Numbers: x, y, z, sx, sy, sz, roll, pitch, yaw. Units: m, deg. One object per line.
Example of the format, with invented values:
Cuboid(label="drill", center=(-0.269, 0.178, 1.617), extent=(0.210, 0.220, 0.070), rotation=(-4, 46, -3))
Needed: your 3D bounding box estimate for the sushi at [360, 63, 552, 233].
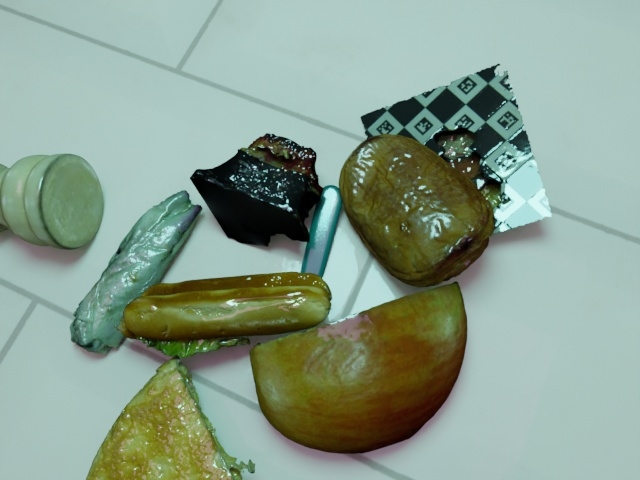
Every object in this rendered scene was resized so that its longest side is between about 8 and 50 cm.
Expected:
Cuboid(label="sushi", center=(0.230, -0.131, 0.928), extent=(0.264, 0.050, 0.290), rotation=(-18, 72, 18))

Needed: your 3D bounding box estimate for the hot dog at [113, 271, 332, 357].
Cuboid(label="hot dog", center=(-0.149, 0.114, 0.838), extent=(0.337, 0.135, 0.100), rotation=(-6, 103, 3))

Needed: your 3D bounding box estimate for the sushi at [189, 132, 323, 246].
Cuboid(label="sushi", center=(-0.079, -0.094, 0.891), extent=(0.172, 0.153, 0.150), rotation=(7, 52, 29))

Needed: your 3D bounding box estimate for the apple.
Cuboid(label="apple", center=(0.071, 0.178, 0.779), extent=(0.346, 0.254, 0.179), rotation=(-18, 39, -5))

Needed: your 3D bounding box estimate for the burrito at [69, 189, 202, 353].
Cuboid(label="burrito", center=(-0.311, 0.045, 0.900), extent=(0.096, 0.066, 0.309), rotation=(30, 76, 8))

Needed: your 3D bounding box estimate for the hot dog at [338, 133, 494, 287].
Cuboid(label="hot dog", center=(0.144, -0.053, 0.853), extent=(0.196, 0.122, 0.272), rotation=(-44, 55, 6))

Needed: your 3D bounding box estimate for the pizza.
Cuboid(label="pizza", center=(-0.202, 0.359, 0.784), extent=(0.288, 0.075, 0.280), rotation=(35, 82, 16))

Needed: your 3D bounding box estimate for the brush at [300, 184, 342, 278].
Cuboid(label="brush", center=(0.000, 0.000, 0.914), extent=(0.043, 0.032, 0.193), rotation=(13, 85, 5))

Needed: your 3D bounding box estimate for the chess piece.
Cuboid(label="chess piece", center=(-0.549, -0.075, 0.919), extent=(0.300, 0.167, 0.167), rotation=(5, 72, 13))
